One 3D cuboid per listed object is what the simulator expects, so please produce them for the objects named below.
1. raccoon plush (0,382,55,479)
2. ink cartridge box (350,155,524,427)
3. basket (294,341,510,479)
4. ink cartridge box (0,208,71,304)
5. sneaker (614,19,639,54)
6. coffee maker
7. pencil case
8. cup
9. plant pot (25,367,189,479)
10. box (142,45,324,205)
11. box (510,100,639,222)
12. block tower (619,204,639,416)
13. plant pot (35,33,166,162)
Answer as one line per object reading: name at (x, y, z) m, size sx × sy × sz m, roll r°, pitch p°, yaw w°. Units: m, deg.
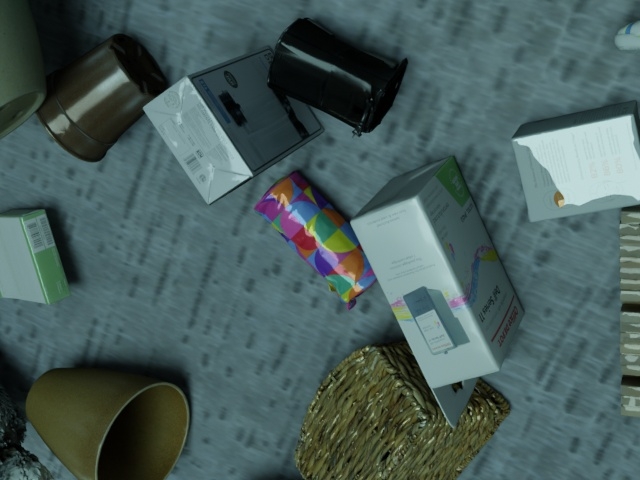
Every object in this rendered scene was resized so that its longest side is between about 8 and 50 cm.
raccoon plush at (-0.639, 0.273, 1.871) m, size 0.447 × 0.216 × 0.299 m, roll 8°, pitch 111°, yaw 33°
ink cartridge box at (0.197, 0.076, 1.484) m, size 0.119 × 0.207 × 0.353 m, roll -20°, pitch 102°, yaw 28°
basket at (0.123, 0.312, 1.671) m, size 0.213 × 0.223 × 0.299 m, roll 52°, pitch 125°, yaw 35°
ink cartridge box at (-0.571, 0.028, 1.859) m, size 0.235 × 0.056 × 0.171 m, roll 3°, pitch 112°, yaw 47°
sneaker at (0.504, -0.316, 1.296) m, size 0.240 × 0.091 × 0.126 m, roll -5°, pitch 88°, yaw 24°
coffee maker at (0.017, -0.243, 1.453) m, size 0.178 × 0.171 × 0.120 m, roll 26°, pitch 108°, yaw 9°
pencil case at (0.000, 0.000, 1.598) m, size 0.236 × 0.104 × 0.104 m, roll 49°, pitch 119°, yaw 0°
cup at (-0.550, -0.268, 1.487) m, size 0.331 × 0.331 × 0.237 m, roll -36°, pitch 93°, yaw 29°
plant pot at (-0.416, 0.332, 1.833) m, size 0.254 × 0.237 × 0.237 m, roll 18°, pitch 116°, yaw 30°
box at (-0.118, -0.179, 1.465) m, size 0.087 × 0.290 × 0.169 m, roll -31°, pitch 94°, yaw 27°
box at (0.372, -0.112, 1.409) m, size 0.171 × 0.091 × 0.130 m, roll -9°, pitch 106°, yaw 24°
block tower at (0.483, 0.090, 1.444) m, size 0.097 × 0.091 × 0.335 m, roll 3°, pitch 110°, yaw 20°
plant pot at (-0.353, -0.241, 1.616) m, size 0.165 × 0.167 × 0.167 m, roll -33°, pitch 95°, yaw 20°
